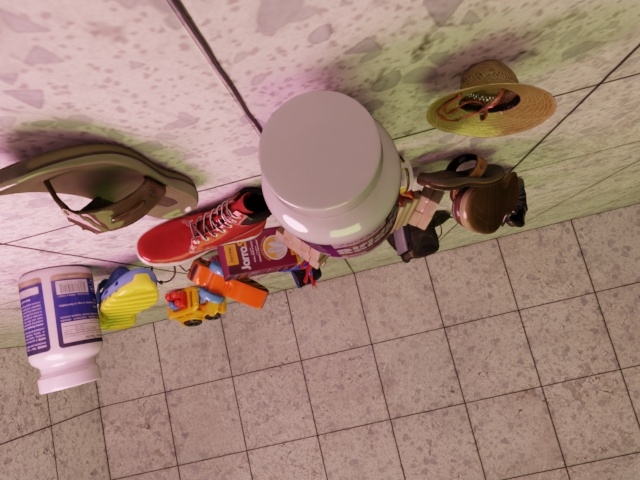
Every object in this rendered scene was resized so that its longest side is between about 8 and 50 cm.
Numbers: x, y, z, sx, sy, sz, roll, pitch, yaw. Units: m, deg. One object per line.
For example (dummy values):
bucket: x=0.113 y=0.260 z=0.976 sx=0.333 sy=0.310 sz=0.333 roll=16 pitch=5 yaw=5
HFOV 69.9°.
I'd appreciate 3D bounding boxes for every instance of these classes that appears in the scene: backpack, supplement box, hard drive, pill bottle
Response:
backpack: x=-0.061 y=0.141 z=1.984 sx=0.120 sy=0.098 sz=0.101 roll=-24 pitch=179 yaw=-11
supplement box: x=-0.155 y=0.032 z=1.152 sx=0.188 sy=0.104 sz=0.081 roll=-10 pitch=169 yaw=-23
hard drive: x=0.207 y=-0.033 z=1.185 sx=0.022 sy=0.135 sz=0.094 roll=-9 pitch=170 yaw=-5
pill bottle: x=0.099 y=-0.108 z=0.807 sx=0.116 sy=0.065 sz=0.065 roll=-12 pitch=171 yaw=-8
pill bottle: x=0.020 y=-0.070 z=0.596 sx=0.169 sy=0.169 sz=0.301 roll=-15 pitch=171 yaw=7
pill bottle: x=-0.588 y=0.201 z=1.048 sx=0.153 sy=0.265 sz=0.153 roll=-13 pitch=171 yaw=-2

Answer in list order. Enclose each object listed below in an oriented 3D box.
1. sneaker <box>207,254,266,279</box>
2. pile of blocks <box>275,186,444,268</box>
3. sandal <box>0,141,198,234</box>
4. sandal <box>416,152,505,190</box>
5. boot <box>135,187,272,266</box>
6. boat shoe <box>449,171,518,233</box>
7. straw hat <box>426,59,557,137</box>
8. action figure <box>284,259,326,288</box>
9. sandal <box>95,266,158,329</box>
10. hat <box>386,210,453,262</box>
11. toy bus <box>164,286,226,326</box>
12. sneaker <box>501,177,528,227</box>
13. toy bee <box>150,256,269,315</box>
sneaker: x=-0.235 y=0.088 z=1.382 sx=0.252 sy=0.103 sz=0.111 roll=-10 pitch=169 yaw=-15
pile of blocks: x=0.091 y=-0.075 z=0.888 sx=0.362 sy=0.149 sz=0.113 roll=-18 pitch=149 yaw=-25
sandal: x=-0.251 y=-0.051 z=0.577 sx=0.120 sy=0.086 sz=0.302 roll=-17 pitch=170 yaw=20
sandal: x=0.278 y=-0.139 z=0.891 sx=0.219 sy=0.060 sz=0.090 roll=-9 pitch=-159 yaw=-28
boot: x=-0.200 y=-0.029 z=0.802 sx=0.244 sy=0.088 sz=0.176 roll=-18 pitch=173 yaw=-23
boat shoe: x=0.355 y=-0.096 z=1.050 sx=0.123 sy=0.123 sz=0.342 roll=6 pitch=-160 yaw=35
straw hat: x=0.200 y=-0.178 z=0.544 sx=0.144 sy=0.061 sz=0.144 roll=4 pitch=168 yaw=1
action figure: x=-0.099 y=0.138 z=1.799 sx=0.280 sy=0.139 sz=0.091 roll=-13 pitch=172 yaw=-19
sandal: x=-0.501 y=0.127 z=1.154 sx=0.126 sy=0.138 sz=0.317 roll=5 pitch=154 yaw=-39
hat: x=0.321 y=0.005 z=1.595 sx=0.331 sy=0.134 sz=0.331 roll=-12 pitch=171 yaw=-2
toy bus: x=-0.531 y=0.253 z=1.897 sx=0.220 sy=0.150 sz=0.211 roll=-18 pitch=154 yaw=12
sneaker: x=0.513 y=-0.086 z=1.335 sx=0.087 sy=0.130 sz=0.227 roll=-8 pitch=171 yaw=-22
toy bee: x=-0.287 y=0.087 z=1.239 sx=0.195 sy=0.298 sz=0.162 roll=-46 pitch=-157 yaw=-3
